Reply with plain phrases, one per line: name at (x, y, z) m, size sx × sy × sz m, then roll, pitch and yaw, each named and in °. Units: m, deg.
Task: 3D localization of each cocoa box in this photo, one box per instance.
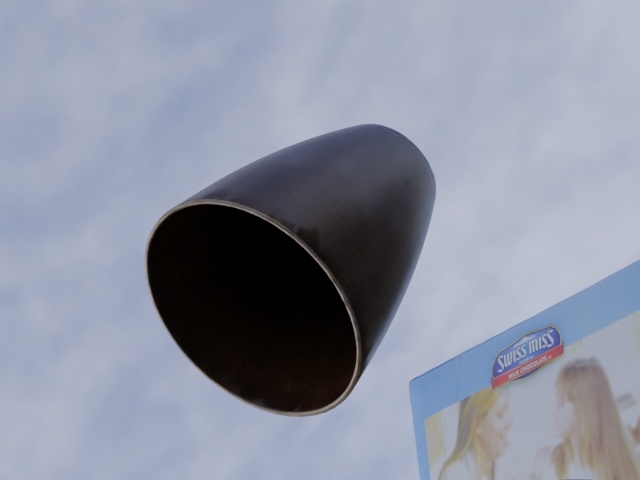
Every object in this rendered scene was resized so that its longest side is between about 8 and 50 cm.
cocoa box at (0.252, 0.150, 1.100) m, size 0.228 × 0.231 × 0.347 m, roll 11°, pitch -29°, yaw -34°

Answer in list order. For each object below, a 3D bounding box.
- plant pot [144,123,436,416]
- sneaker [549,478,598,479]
plant pot at (0.000, 0.000, 1.527) m, size 0.230 × 0.215 × 0.215 m, roll -45°, pitch -37°, yaw -43°
sneaker at (0.061, 0.223, 0.544) m, size 0.447 × 0.257 × 0.169 m, roll -21°, pitch -71°, yaw -38°
